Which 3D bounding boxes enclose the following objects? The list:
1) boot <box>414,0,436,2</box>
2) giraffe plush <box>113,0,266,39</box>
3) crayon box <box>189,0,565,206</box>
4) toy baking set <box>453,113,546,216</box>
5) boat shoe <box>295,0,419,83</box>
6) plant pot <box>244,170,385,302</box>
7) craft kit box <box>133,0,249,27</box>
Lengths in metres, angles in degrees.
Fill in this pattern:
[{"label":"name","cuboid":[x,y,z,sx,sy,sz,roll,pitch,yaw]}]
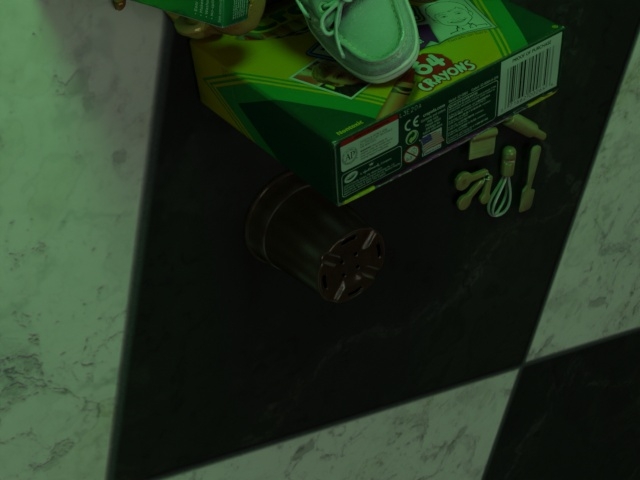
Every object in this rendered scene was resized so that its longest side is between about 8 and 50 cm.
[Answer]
[{"label":"boot","cuboid":[0.118,-0.416,1.240,0.090,0.248,0.206,21,101,-32]},{"label":"giraffe plush","cuboid":[-0.128,-0.305,1.151,0.210,0.170,0.181,2,117,-42]},{"label":"crayon box","cuboid":[0.069,-0.226,1.272,0.363,0.313,0.106,-29,137,-24]},{"label":"toy baking set","cuboid":[0.326,-0.136,1.779,0.256,0.030,0.196,11,113,-44]},{"label":"boat shoe","cuboid":[0.006,-0.325,1.143,0.118,0.320,0.103,-29,166,14]},{"label":"plant pot","cuboid":[0.000,0.000,1.481,0.167,0.165,0.167,-23,131,-29]},{"label":"craft kit box","cuboid":[-0.179,-0.370,1.010,0.061,0.247,0.249,-36,141,-51]}]
